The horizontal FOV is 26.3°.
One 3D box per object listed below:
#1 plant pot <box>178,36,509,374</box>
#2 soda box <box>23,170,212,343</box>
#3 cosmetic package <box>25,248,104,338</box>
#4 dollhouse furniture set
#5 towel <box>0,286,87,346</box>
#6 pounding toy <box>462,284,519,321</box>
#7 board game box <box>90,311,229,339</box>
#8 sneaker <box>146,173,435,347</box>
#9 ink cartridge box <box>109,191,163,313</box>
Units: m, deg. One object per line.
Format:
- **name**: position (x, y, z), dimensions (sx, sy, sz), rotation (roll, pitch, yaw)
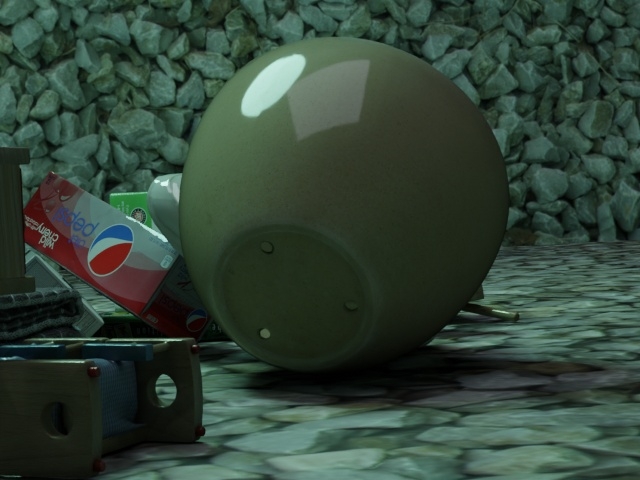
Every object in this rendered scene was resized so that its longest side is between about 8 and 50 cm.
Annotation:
- **plant pot**: position (0.000, 0.000, 1.118), dimensions (0.284, 0.284, 0.191), rotation (-2, 27, 18)
- **soda box**: position (-0.212, 0.017, 1.429), dimensions (0.263, 0.083, 0.092), rotation (26, -10, 44)
- **cosmetic package**: position (-0.288, 0.063, 1.435), dimensions (0.060, 0.099, 0.239), rotation (-43, 11, -9)
- **dollhouse furniture set**: position (-0.157, 0.037, 0.815), dimensions (0.129, 0.184, 0.129), rotation (-2, 2, 23)
- **towel**: position (-0.315, 0.075, 0.906), dimensions (0.235, 0.121, 0.283), rotation (-1, 2, 22)
- **pounding toy**: position (0.134, 0.055, 1.559), dimensions (0.141, 0.100, 0.130), rotation (-10, -2, -10)
- **board game box**: position (-0.121, 0.093, 1.524), dimensions (0.259, 0.030, 0.136), rotation (-3, 4, 0)
- **sneaker**: position (-0.013, -0.016, 1.293), dimensions (0.305, 0.152, 0.114), rotation (22, 31, 3)
- **ink cartridge box**: position (-0.147, 0.020, 1.658), dimensions (0.208, 0.153, 0.087), rotation (-4, -19, -7)
